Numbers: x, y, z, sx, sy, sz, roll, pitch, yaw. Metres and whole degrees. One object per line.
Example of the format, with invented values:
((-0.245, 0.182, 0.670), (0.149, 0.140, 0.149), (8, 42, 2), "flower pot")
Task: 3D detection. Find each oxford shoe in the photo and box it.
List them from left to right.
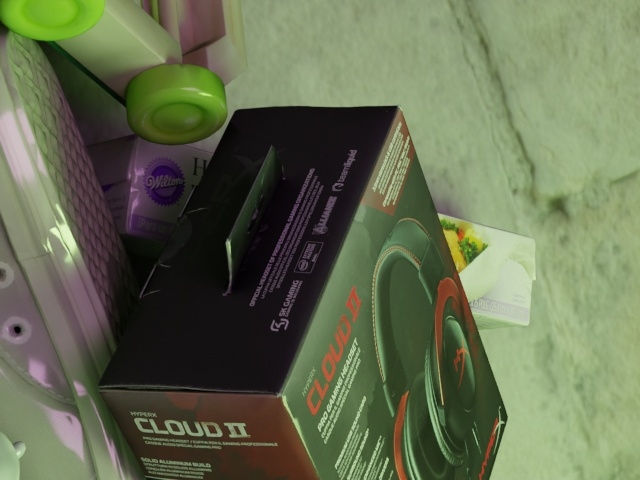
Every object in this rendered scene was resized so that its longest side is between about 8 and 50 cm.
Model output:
((-0.150, 0.102, 1.061), (0.130, 0.169, 0.449), (-17, 106, 5), "oxford shoe")

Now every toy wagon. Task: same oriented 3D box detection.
((-0.146, -0.216, 1.039), (0.344, 0.068, 0.267), (40, 35, -51), "toy wagon")

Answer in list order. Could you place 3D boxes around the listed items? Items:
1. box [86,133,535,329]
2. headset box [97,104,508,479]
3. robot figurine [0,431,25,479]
((0.000, 0.000, 1.217), (0.324, 0.067, 0.063), (13, 76, -35), "box")
((-0.001, 0.081, 1.065), (0.218, 0.110, 0.293), (-67, 147, -41), "headset box")
((-0.264, 0.174, 0.849), (0.200, 0.300, 0.353), (59, 27, 5), "robot figurine")
